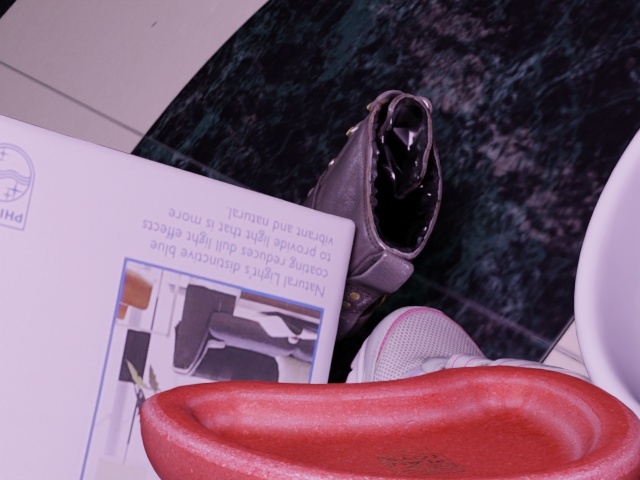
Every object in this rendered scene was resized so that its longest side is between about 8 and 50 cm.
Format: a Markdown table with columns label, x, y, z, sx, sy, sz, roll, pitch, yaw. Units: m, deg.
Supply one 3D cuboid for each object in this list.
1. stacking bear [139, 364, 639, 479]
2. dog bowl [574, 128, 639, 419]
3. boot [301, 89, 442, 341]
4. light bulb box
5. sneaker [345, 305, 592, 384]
| label | x | y | z | sx | sy | sz | roll | pitch | yaw |
| --- | --- | --- | --- | --- | --- | --- | --- | --- | --- |
| stacking bear | 0.032 | 0.204 | 0.526 | 0.164 | 0.175 | 0.289 | -157 | 66 | -71 |
| dog bowl | 0.242 | 0.005 | 0.611 | 0.265 | 0.104 | 0.265 | -34 | 32 | 25 |
| boot | 0.000 | 0.000 | 0.886 | 0.229 | 0.091 | 0.263 | -54 | 22 | 32 |
| light bulb box | -0.194 | 0.140 | 0.806 | 0.358 | 0.225 | 0.361 | -1 | 76 | 56 |
| sneaker | 0.094 | 0.100 | 0.687 | 0.111 | 0.103 | 0.252 | -59 | 33 | 21 |
